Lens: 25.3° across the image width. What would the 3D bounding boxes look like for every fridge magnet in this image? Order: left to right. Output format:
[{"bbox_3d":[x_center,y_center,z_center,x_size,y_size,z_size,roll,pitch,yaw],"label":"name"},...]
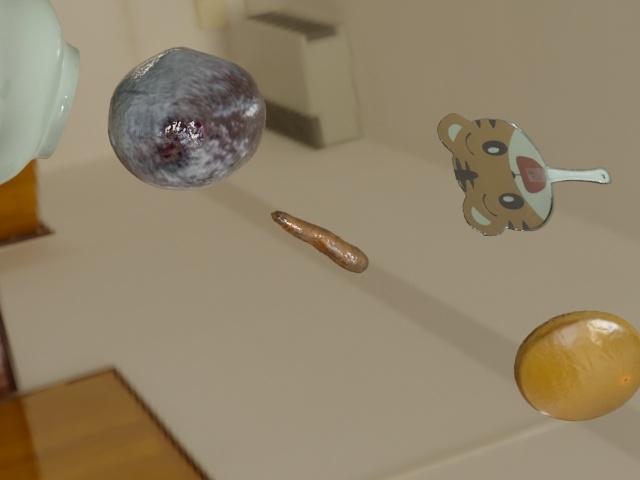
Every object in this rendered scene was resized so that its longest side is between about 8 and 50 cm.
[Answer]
[{"bbox_3d":[0.277,0.132,1.523,0.063,0.143,0.143,-91,178,-60],"label":"fridge magnet"}]

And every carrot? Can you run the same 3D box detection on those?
[{"bbox_3d":[0.000,-0.001,1.928,0.036,0.165,0.035,-41,-150,31],"label":"carrot"}]

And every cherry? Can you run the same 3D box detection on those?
[{"bbox_3d":[-0.218,-0.195,2.301,0.296,0.255,0.218,-63,160,-62],"label":"cherry"}]

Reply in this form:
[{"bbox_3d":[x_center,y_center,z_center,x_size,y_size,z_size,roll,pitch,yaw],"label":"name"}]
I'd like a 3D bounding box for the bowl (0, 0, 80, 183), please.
[{"bbox_3d":[-0.465,-0.225,2.078,0.354,0.185,0.353,-165,-90,-69],"label":"bowl"}]

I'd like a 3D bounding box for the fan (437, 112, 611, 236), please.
[{"bbox_3d":[0.238,-0.075,1.611,0.008,0.227,0.152,-44,-126,52],"label":"fan"}]
